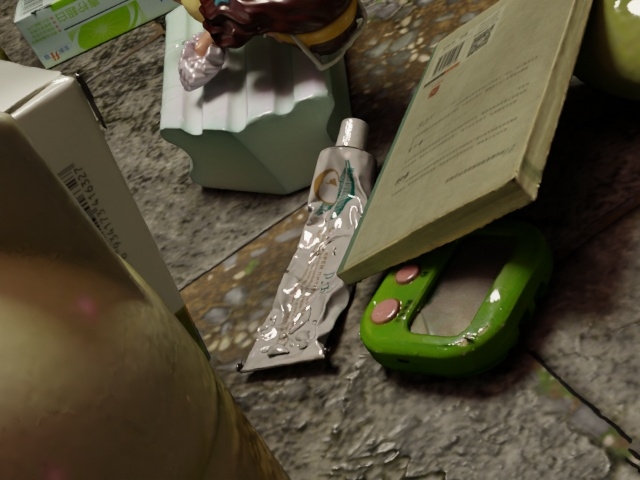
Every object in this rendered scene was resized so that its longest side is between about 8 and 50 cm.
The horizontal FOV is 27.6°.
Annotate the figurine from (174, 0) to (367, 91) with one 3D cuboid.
[{"bbox_3d":[-0.070,-0.227,1.197,0.240,0.116,0.174,10,50,41],"label":"figurine"}]

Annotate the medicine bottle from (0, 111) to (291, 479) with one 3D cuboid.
[{"bbox_3d":[-0.160,0.132,0.726,0.236,0.406,0.235,-20,35,15],"label":"medicine bottle"}]

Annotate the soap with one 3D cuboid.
[{"bbox_3d":[-0.063,-0.157,1.288,0.173,0.095,0.289,-21,36,11],"label":"soap"}]

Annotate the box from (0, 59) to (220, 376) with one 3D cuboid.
[{"bbox_3d":[-0.219,0.012,1.006,0.106,0.299,0.200,-39,35,-28],"label":"box"}]

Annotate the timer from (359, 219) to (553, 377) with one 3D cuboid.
[{"bbox_3d":[0.102,0.043,0.964,0.128,0.047,0.140,2,46,42],"label":"timer"}]

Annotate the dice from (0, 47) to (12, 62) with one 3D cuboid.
[{"bbox_3d":[-0.451,-0.094,1.370,0.227,0.233,0.238,-4,42,34],"label":"dice"}]

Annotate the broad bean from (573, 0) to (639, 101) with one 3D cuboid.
[{"bbox_3d":[0.323,-0.203,1.047,0.291,0.119,0.238,-8,40,30],"label":"broad bean"}]

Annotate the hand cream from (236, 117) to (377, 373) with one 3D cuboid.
[{"bbox_3d":[0.002,0.002,1.086,0.084,0.050,0.257,-8,49,30],"label":"hand cream"}]

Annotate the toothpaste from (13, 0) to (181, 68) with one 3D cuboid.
[{"bbox_3d":[-0.217,-0.326,1.622,0.336,0.081,0.067,-23,36,10],"label":"toothpaste"}]

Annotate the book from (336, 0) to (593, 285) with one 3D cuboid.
[{"bbox_3d":[0.121,-0.104,1.032,0.215,0.025,0.282,-28,30,49],"label":"book"}]
